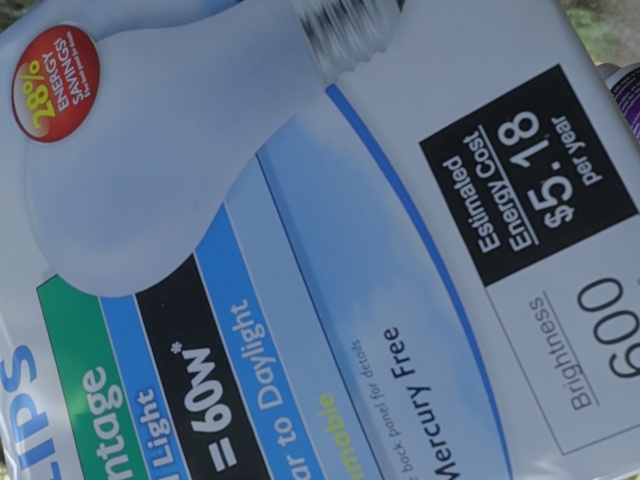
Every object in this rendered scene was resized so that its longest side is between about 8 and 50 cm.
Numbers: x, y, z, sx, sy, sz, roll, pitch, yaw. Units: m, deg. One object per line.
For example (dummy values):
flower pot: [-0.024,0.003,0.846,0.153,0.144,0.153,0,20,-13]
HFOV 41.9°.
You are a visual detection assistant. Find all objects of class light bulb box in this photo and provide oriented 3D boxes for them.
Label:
light bulb box: [0.000,0.000,0.491,0.225,0.361,0.358,16,-132,-62]

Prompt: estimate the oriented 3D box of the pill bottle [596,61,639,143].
pill bottle: [0.550,-0.169,1.327,0.181,0.182,0.323,24,-164,-41]
